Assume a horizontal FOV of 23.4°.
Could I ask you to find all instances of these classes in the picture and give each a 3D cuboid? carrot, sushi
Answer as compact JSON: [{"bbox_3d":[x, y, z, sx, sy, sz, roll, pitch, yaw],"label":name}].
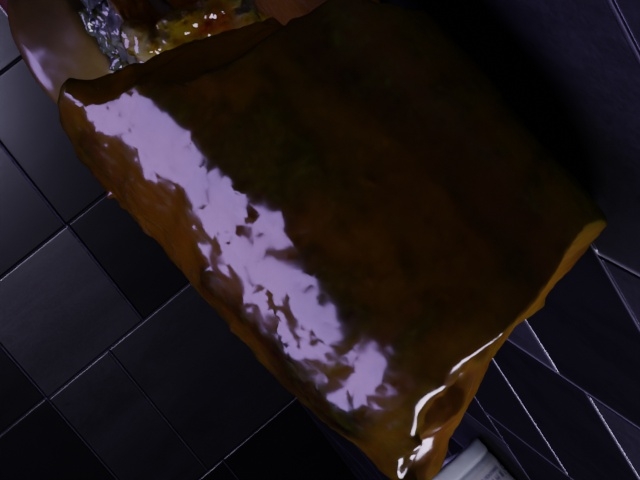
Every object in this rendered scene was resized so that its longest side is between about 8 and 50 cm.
[{"bbox_3d":[0.023,-0.025,1.013,0.341,0.241,0.241,48,171,2],"label":"carrot"},{"bbox_3d":[-0.116,-0.173,1.426,0.184,0.139,0.274,46,170,39],"label":"sushi"}]

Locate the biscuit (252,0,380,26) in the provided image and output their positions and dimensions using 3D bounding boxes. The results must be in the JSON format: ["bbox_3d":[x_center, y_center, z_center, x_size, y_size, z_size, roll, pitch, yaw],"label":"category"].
[{"bbox_3d":[-0.052,-0.222,1.194,0.277,0.052,0.262,50,171,6],"label":"biscuit"}]

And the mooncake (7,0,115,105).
[{"bbox_3d":[-0.212,-0.218,1.591,0.235,0.117,0.235,48,-154,-32],"label":"mooncake"}]

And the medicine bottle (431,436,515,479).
[{"bbox_3d":[0.241,0.441,2.012,0.332,0.190,0.190,49,171,8],"label":"medicine bottle"}]

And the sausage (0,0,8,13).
[{"bbox_3d":[-0.306,-0.314,1.776,0.280,0.152,0.152,50,171,-7],"label":"sausage"}]
